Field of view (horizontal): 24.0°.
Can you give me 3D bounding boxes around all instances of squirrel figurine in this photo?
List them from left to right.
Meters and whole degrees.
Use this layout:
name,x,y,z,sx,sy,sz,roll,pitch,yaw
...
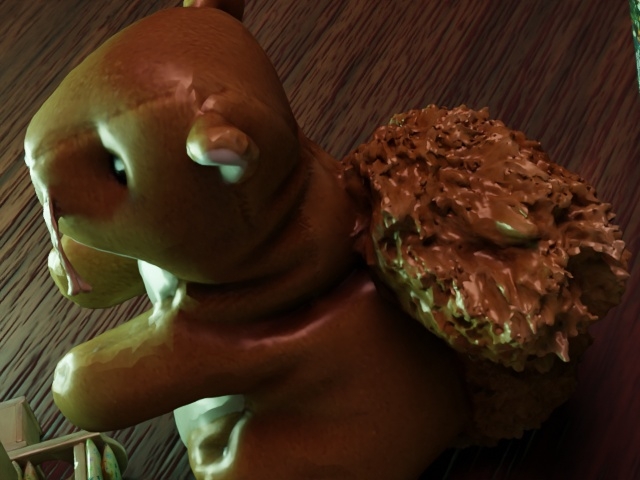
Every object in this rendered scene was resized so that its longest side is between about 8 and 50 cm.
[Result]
name,x,y,z,sx,sy,sz,roll,pitch,yaw
squirrel figurine,0.000,0.000,1.003,0.397,0.370,0.281,-9,39,9

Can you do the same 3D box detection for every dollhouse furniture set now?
name,x,y,z,sx,sy,sz,roll,pitch,yaw
dollhouse furniture set,-0.202,0.141,1.073,0.101,0.161,0.182,-16,40,1

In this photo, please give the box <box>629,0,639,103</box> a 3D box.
name,x,y,z,sx,sy,sz,roll,pitch,yaw
box,0.376,-0.184,1.258,0.233,0.159,0.044,-22,41,-7
